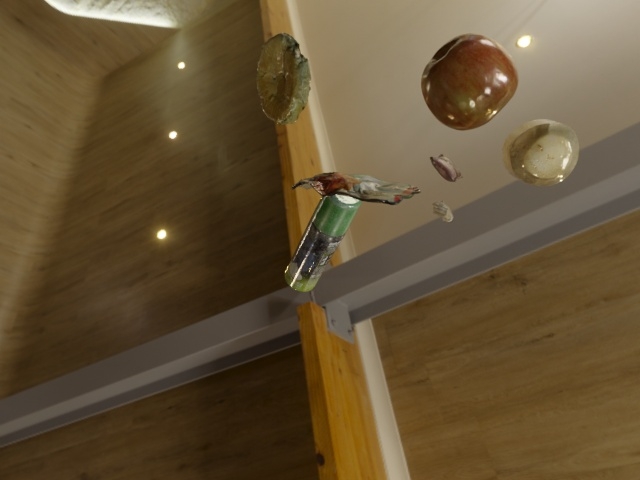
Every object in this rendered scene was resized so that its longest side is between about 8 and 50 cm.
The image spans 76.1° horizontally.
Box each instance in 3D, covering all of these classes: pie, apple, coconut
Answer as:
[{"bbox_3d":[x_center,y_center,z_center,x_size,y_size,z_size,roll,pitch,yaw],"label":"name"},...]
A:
[{"bbox_3d":[-0.037,-0.155,0.395,0.084,0.020,0.084,19,-66,50],"label":"pie"},{"bbox_3d":[0.314,-0.340,0.877,0.188,0.174,0.188,-44,-162,19],"label":"apple"},{"bbox_3d":[0.679,-0.274,1.271,0.202,0.202,0.222,-27,-171,20],"label":"coconut"}]

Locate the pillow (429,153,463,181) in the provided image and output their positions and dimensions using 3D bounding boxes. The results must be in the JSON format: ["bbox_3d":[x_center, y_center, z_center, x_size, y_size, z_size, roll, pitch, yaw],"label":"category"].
[{"bbox_3d":[0.413,-0.235,1.338,0.118,0.185,0.043,49,-63,11],"label":"pillow"}]

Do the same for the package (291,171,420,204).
[{"bbox_3d":[0.068,-0.110,0.805,0.232,0.166,0.040,12,-67,28],"label":"package"}]

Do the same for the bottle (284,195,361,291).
[{"bbox_3d":[0.000,0.000,1.013,0.330,0.093,0.093,118,-32,-43],"label":"bottle"}]

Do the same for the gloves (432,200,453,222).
[{"bbox_3d":[0.336,-0.078,1.104,0.037,0.081,0.044,-38,-156,57],"label":"gloves"}]
